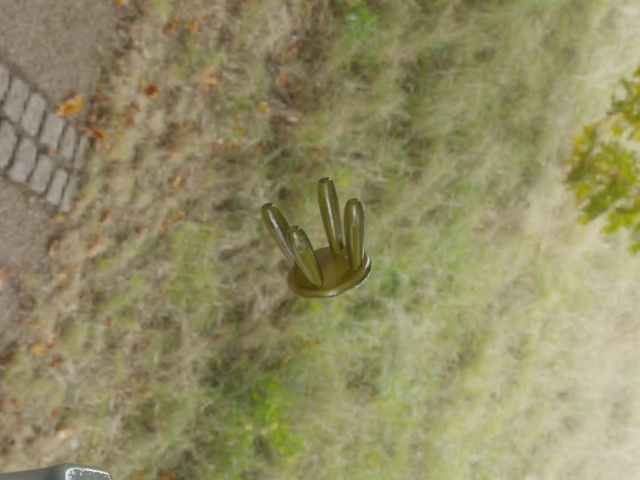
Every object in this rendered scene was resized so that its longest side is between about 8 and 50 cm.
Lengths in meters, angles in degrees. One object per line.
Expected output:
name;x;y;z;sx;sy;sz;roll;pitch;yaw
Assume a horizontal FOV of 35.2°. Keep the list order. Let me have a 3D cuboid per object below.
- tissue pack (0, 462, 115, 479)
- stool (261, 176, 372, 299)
tissue pack;-0.319;0.345;0.908;0.333;0.229;0.236;12;125;-51
stool;0.000;0.000;1.250;0.135;0.134;0.110;-58;138;-51
